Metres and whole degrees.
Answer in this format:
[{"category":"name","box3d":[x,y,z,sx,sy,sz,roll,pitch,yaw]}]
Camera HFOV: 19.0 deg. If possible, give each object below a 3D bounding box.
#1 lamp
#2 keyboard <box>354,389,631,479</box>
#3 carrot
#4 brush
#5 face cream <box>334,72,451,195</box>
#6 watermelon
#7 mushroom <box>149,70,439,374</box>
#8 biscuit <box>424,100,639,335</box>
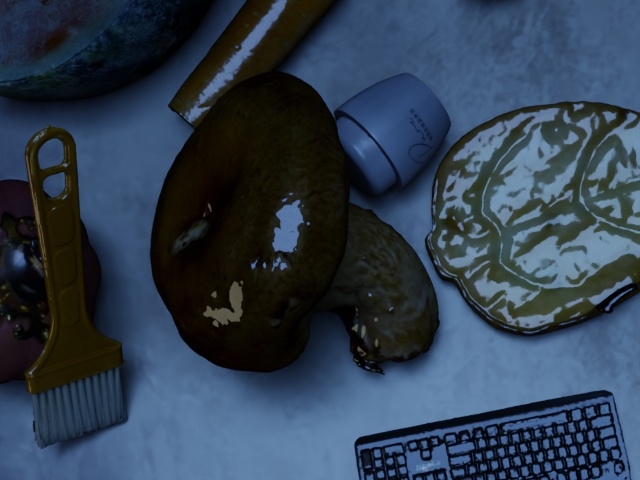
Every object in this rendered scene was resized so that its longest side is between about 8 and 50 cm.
[{"category":"lamp","box3d":[-0.273,0.035,1.652,0.182,0.140,0.182,2,87,-30]},{"category":"keyboard","box3d":[0.146,0.192,1.638,0.230,0.025,0.093,-12,74,5]},{"category":"carrot","box3d":[-0.048,-0.190,1.724,0.067,0.067,0.225,37,86,13]},{"category":"brush","box3d":[-0.212,0.040,1.595,0.090,0.314,0.017,-19,37,-25]},{"category":"face cream","box3d":[0.059,-0.094,1.678,0.095,0.091,0.091,-40,76,-11]},{"category":"watermelon","box3d":[-0.192,-0.249,1.744,0.318,0.148,0.226,-45,58,10]},{"category":"mushroom","box3d":[-0.035,-0.014,1.612,0.267,0.254,0.267,1,91,41]},{"category":"biscuit","box3d":[0.218,-0.026,1.670,0.260,0.041,0.203,-21,73,2]}]
